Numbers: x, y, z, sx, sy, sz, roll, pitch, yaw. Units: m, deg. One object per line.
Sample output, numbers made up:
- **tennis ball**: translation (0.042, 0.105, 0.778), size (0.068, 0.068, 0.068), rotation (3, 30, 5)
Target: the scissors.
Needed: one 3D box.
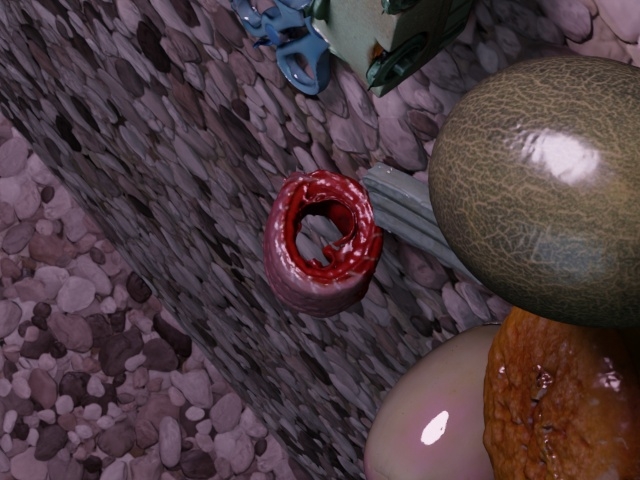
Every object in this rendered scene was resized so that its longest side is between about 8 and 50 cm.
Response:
- **scissors**: translation (-0.002, -0.263, 1.647), size (0.180, 0.032, 0.393), rotation (53, 162, -14)

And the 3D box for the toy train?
- **toy train**: translation (0.076, -0.260, 1.297), size (0.129, 0.159, 0.326), rotation (47, 165, 12)

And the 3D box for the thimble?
- **thimble**: translation (0.004, 0.006, 1.939), size (0.125, 0.163, 0.189), rotation (108, 161, -70)

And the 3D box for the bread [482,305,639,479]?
- **bread**: translation (0.294, 0.195, 1.511), size (0.312, 0.172, 0.312), rotation (180, 90, -70)

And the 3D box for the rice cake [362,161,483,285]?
- **rice cake**: translation (0.145, -0.020, 1.793), size (0.211, 0.038, 0.124), rotation (34, 157, 33)

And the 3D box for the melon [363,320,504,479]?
- **melon**: translation (0.196, 0.235, 1.755), size (0.223, 0.317, 0.223), rotation (44, 158, 23)

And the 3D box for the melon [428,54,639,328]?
- **melon**: translation (0.240, -0.042, 1.235), size (0.302, 0.237, 0.237), rotation (25, 150, 44)
